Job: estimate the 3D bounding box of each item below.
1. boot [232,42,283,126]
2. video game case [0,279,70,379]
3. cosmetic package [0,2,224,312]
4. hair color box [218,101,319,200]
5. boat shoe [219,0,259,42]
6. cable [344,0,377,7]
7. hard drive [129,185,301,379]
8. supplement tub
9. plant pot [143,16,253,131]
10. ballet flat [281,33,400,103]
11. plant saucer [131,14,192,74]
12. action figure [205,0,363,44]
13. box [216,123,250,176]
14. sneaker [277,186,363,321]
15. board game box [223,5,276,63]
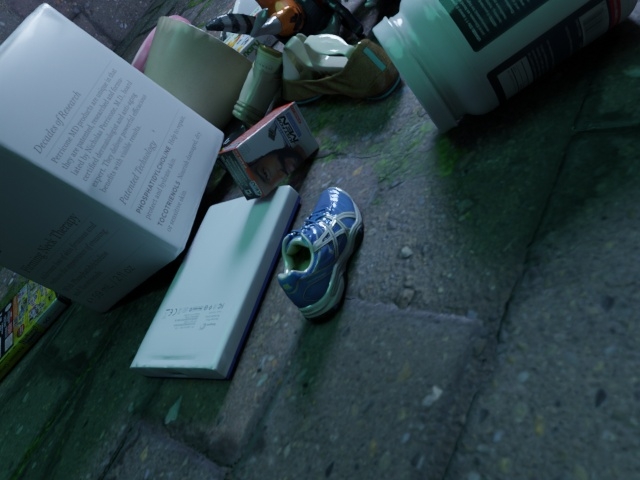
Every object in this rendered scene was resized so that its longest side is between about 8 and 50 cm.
[{"bbox_3d":[-0.122,-0.326,1.203,0.213,0.077,0.165,-71,6,-77],"label":"boot"},{"bbox_3d":[-0.715,0.183,1.357,0.248,0.035,0.275,-50,34,-5],"label":"video game case"},{"bbox_3d":[-0.459,-0.130,1.047,0.329,0.393,0.327,-32,35,39],"label":"cosmetic package"},{"bbox_3d":[-0.082,-0.151,0.939,0.053,0.093,0.167,-7,31,44],"label":"hair color box"},{"bbox_3d":[-0.251,-0.671,1.697,0.070,0.078,0.219,-10,50,39],"label":"boat shoe"},{"bbox_3d":[0.048,-0.583,1.153,0.257,0.257,0.089,-48,-14,-50],"label":"cable"},{"bbox_3d":[-0.164,0.064,0.893,0.210,0.040,0.319,-10,48,40],"label":"hard drive"},{"bbox_3d":[0.223,-0.282,0.706,0.272,0.191,0.191,-34,36,16],"label":"supplement tub"},{"bbox_3d":[-0.305,-0.314,1.279,0.256,0.256,0.274,27,91,54],"label":"plant pot"},{"bbox_3d":[0.002,-0.325,1.041,0.116,0.124,0.342,-54,35,-9],"label":"ballet flat"},{"bbox_3d":[-0.402,-0.417,1.480,0.332,0.084,0.332,-63,0,0],"label":"plant saucer"},{"bbox_3d":[-0.099,-0.491,1.168,0.341,0.330,0.178,47,115,23],"label":"action figure"},{"bbox_3d":[-0.167,-0.183,1.137,0.083,0.052,0.062,-35,35,15],"label":"box"},{"bbox_3d":[0.000,0.000,0.751,0.080,0.081,0.211,-22,40,33],"label":"sneaker"},{"bbox_3d":[-0.186,-0.552,1.530,0.305,0.053,0.193,-45,34,2],"label":"board game box"}]
